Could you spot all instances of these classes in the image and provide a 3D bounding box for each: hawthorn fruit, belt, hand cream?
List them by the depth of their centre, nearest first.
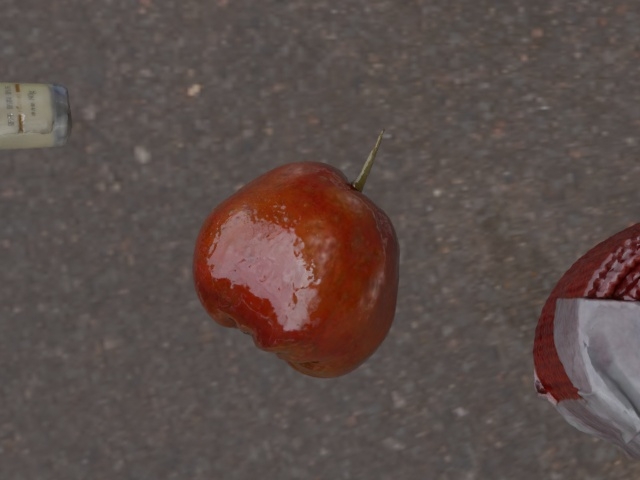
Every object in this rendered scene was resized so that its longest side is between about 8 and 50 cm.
[{"bbox_3d":[0.210,0.039,0.757,0.201,0.124,0.128,-15,85,-6],"label":"belt"},{"bbox_3d":[-0.006,0.014,0.883,0.140,0.125,0.125,-29,77,15],"label":"hawthorn fruit"},{"bbox_3d":[-0.224,-0.078,0.942,0.039,0.143,0.061,133,131,-63],"label":"hand cream"}]
